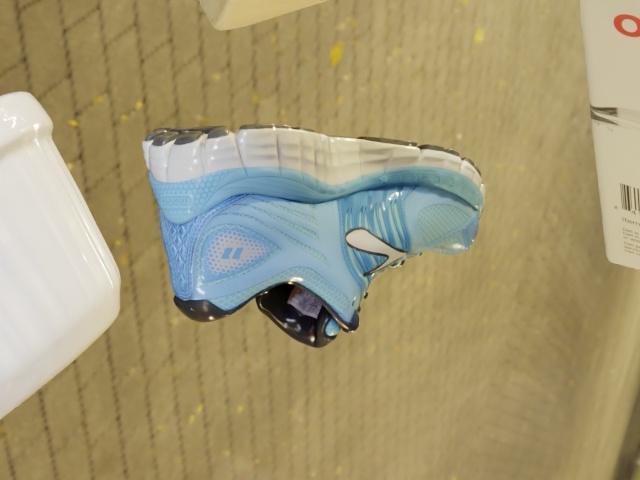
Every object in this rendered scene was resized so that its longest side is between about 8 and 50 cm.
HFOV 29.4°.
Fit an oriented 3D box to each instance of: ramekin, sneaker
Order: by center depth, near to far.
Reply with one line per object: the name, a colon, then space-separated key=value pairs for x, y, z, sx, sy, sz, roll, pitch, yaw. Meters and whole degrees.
sneaker: x=0.000 y=0.000 z=0.429 sx=0.162 sy=0.063 sz=0.073 roll=1 pitch=92 yaw=-49
ramekin: x=-0.227 y=0.047 z=0.636 sx=0.127 sy=0.273 sz=0.273 roll=55 pitch=38 yaw=-8

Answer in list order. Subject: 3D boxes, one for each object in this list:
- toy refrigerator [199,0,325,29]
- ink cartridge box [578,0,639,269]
toy refrigerator: x=0.032 y=-0.147 z=0.220 sx=0.102 sy=0.094 sz=0.269 roll=-22 pitch=171 yaw=-20
ink cartridge box: x=0.293 y=-0.086 z=0.785 sx=0.121 sy=0.211 sz=0.289 roll=-59 pitch=150 yaw=-26
